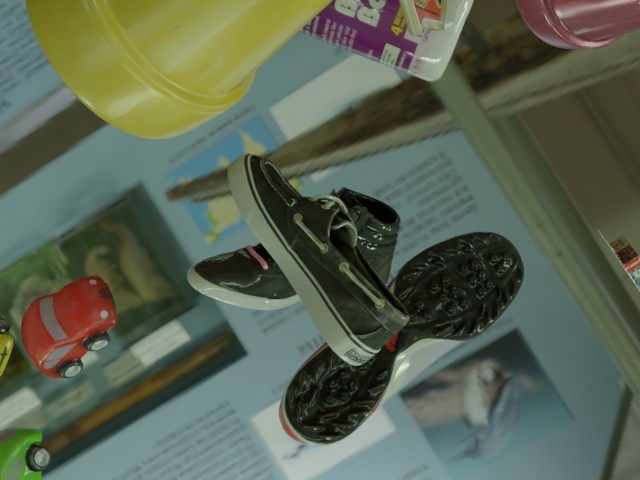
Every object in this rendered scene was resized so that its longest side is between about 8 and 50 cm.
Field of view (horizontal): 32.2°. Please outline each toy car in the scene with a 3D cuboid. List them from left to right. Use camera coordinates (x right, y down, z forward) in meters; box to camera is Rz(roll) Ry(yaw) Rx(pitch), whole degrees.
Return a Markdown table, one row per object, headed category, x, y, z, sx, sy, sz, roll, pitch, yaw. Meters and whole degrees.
| category | x | y | z | sx | sy | sz | roll | pitch | yaw |
| --- | --- | --- | --- | --- | --- | --- | --- | --- | --- |
| toy car | -0.270 | 0.147 | 0.957 | 0.239 | 0.225 | 0.053 | -6 | 172 | 39 |

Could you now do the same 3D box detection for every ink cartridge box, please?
| category | x | y | z | sx | sy | sz | roll | pitch | yaw |
| --- | --- | --- | --- | --- | --- | --- | --- | --- | --- |
| ink cartridge box | 0.456 | 0.027 | 1.642 | 0.029 | 0.115 | 0.063 | -34 | -149 | 10 |

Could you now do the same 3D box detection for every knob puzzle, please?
| category | x | y | z | sx | sy | sz | roll | pitch | yaw |
| --- | --- | --- | --- | --- | --- | --- | --- | --- | --- |
| knob puzzle | 0.105 | -0.284 | 1.014 | 0.030 | 0.213 | 0.213 | 9 | -166 | 18 |

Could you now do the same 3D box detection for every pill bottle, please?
| category | x | y | z | sx | sy | sz | roll | pitch | yaw |
| --- | --- | --- | --- | --- | --- | --- | --- | --- | --- |
| pill bottle | 0.030 | -0.315 | 1.306 | 0.169 | 0.301 | 0.169 | 21 | 90 | -89 |

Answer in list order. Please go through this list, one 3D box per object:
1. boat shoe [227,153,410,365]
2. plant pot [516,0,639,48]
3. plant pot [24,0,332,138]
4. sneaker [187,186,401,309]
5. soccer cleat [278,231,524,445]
| category | x | y | z | sx | sy | sz | roll | pitch | yaw |
| --- | --- | --- | --- | --- | --- | --- | --- | --- | --- |
| boat shoe | 0.000 | 0.000 | 0.943 | 0.070 | 0.219 | 0.078 | -43 | 156 | 18 |
| plant pot | 0.381 | -0.349 | 1.435 | 0.201 | 0.201 | 0.180 | -32 | -158 | -22 |
| plant pot | -0.114 | -0.257 | 1.070 | 0.239 | 0.254 | 0.254 | -24 | -176 | 34 |
| sneaker | -0.024 | 0.001 | 1.404 | 0.296 | 0.104 | 0.147 | -1 | 123 | -32 |
| soccer cleat | 0.082 | 0.102 | 1.192 | 0.318 | 0.108 | 0.116 | -39 | 178 | -16 |
